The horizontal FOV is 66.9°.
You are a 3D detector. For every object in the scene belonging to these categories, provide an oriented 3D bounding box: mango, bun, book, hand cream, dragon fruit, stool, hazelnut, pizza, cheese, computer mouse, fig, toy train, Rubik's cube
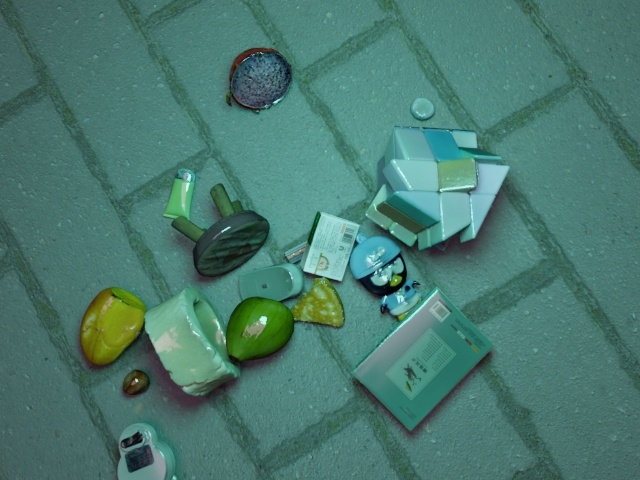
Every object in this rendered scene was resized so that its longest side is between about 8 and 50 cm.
[{"bbox_3d":[-0.701,0.289,1.603,0.187,0.138,0.257,37,92,-12],"label":"mango"},{"bbox_3d":[0.345,-0.446,1.647,0.084,0.045,0.083,0,86,1],"label":"bun"},{"bbox_3d":[0.317,0.367,1.502,0.379,0.031,0.264,-43,89,-3],"label":"book"},{"bbox_3d":[-0.479,-0.160,1.675,0.095,0.046,0.174,13,92,4],"label":"hand cream"},{"bbox_3d":[-0.221,-0.567,1.641,0.223,0.219,0.148,-57,47,33],"label":"dragon fruit"},{"bbox_3d":[-0.316,-0.031,1.554,0.272,0.272,0.178,-40,69,-1],"label":"stool"},{"bbox_3d":[-0.611,0.472,1.611,0.086,0.086,0.086,0,85,4],"label":"hazelnut"},{"bbox_3d":[-0.026,0.218,1.600,0.199,0.062,0.188,-16,107,10],"label":"pizza"},{"bbox_3d":[-0.386,0.320,1.500,0.153,0.292,0.332,-31,91,0],"label":"cheese"},{"bbox_3d":[-0.163,0.147,1.613,0.231,0.079,0.127,-12,86,17],"label":"computer mouse"},{"bbox_3d":[-0.196,0.292,1.520,0.203,0.203,0.225,28,55,6],"label":"fig"},{"bbox_3d":[0.000,0.000,1.627,0.252,0.048,0.055,-29,86,0],"label":"toy train"},{"bbox_3d":[0.332,-0.152,1.465,0.388,0.358,0.367,1,78,-10],"label":"Rubik's cube"}]

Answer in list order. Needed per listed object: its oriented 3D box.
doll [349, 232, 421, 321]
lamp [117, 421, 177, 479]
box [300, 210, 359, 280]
[{"bbox_3d":[0.209,0.108,1.558,0.177,0.141,0.314,-35,89,-13],"label":"doll"},{"bbox_3d":[-0.564,0.709,1.566,0.180,0.108,0.245,-21,82,-3],"label":"lamp"},{"bbox_3d":[0.028,0.017,1.572,0.135,0.081,0.198,17,96,-14],"label":"box"}]
